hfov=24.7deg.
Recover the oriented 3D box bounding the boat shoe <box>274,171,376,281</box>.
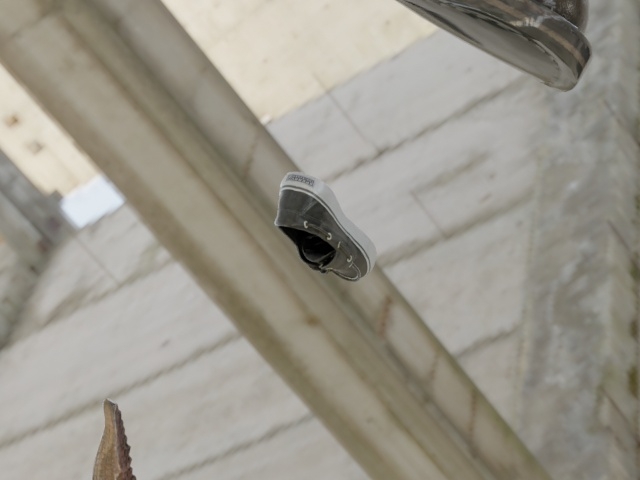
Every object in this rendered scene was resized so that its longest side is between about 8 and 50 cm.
[{"bbox_3d":[0.000,0.000,1.040,0.049,0.142,0.040,10,-112,26],"label":"boat shoe"}]

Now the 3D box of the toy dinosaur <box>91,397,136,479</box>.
[{"bbox_3d":[-0.085,0.246,0.816,0.127,0.200,0.296,121,-29,-52],"label":"toy dinosaur"}]

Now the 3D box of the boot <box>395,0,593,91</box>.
[{"bbox_3d":[0.100,-0.191,0.560,0.229,0.091,0.263,-58,-166,17],"label":"boot"}]
